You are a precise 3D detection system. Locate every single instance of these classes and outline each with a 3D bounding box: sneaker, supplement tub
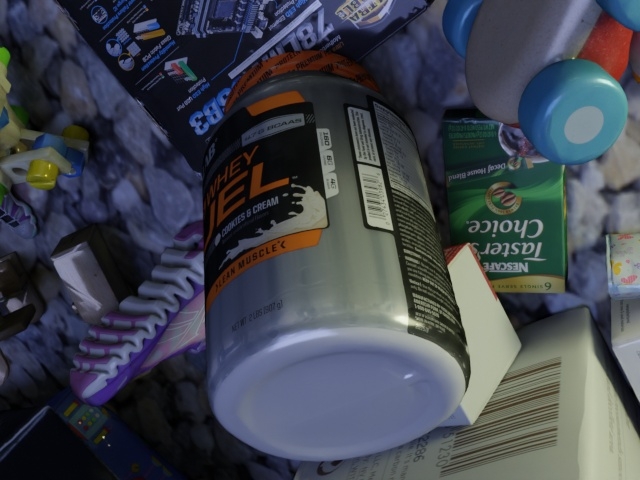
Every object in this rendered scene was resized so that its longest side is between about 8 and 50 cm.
[{"bbox_3d":[-0.157,0.090,0.922,0.095,0.236,0.104,9,140,49],"label":"sneaker"},{"bbox_3d":[0.000,0.000,0.717,0.194,0.315,0.193,-4,139,-4],"label":"supplement tub"},{"bbox_3d":[-0.373,-0.033,0.998,0.038,0.069,0.098,-28,103,27],"label":"sneaker"}]

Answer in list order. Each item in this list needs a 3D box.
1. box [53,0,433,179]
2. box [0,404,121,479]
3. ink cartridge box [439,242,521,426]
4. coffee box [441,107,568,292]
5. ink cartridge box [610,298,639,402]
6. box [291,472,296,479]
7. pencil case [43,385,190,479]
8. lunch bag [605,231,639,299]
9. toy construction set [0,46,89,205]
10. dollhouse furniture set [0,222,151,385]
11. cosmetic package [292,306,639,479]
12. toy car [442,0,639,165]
[{"bbox_3d":[-0.094,-0.251,0.807,0.296,0.073,0.293,-34,104,28],"label":"box"},{"bbox_3d":[-0.333,0.456,0.975,0.472,0.297,0.479,-17,116,49],"label":"box"},{"bbox_3d":[0.077,0.100,0.863,0.176,0.127,0.128,-15,111,42],"label":"ink cartridge box"},{"bbox_3d":[0.180,-0.036,0.842,0.113,0.040,0.184,1,115,17],"label":"coffee box"},{"bbox_3d":[0.415,0.105,0.803,0.237,0.100,0.171,-23,106,26],"label":"ink cartridge box"},{"bbox_3d":[0.007,0.320,1.057,0.062,0.052,0.083,-25,104,24],"label":"box"},{"bbox_3d":[-0.235,0.311,1.092,0.306,0.133,0.119,44,77,-7],"label":"pencil case"},{"bbox_3d":[0.302,0.027,0.810,0.071,0.083,0.053,-8,111,20],"label":"lunch bag"},{"bbox_3d":[-0.423,-0.105,0.887,0.328,0.151,0.215,-14,150,6],"label":"toy construction set"},{"bbox_3d":[-0.332,0.110,0.978,0.242,0.212,0.160,-24,105,-3],"label":"dollhouse furniture set"},{"bbox_3d":[0.194,0.347,0.854,0.328,0.329,0.393,-25,104,25],"label":"cosmetic package"},{"bbox_3d":[0.257,-0.170,0.698,0.238,0.219,0.210,11,121,-20],"label":"toy car"}]
